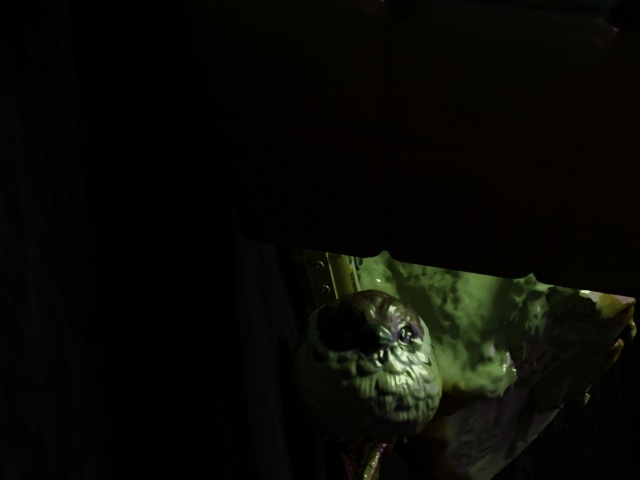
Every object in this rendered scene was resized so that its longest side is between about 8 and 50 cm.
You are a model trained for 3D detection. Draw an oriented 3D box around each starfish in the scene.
[{"bbox_3d":[0.035,0.248,0.735,0.150,0.053,0.210,-12,96,-72],"label":"starfish"}]

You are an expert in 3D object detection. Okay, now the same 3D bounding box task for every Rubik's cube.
[{"bbox_3d":[0.079,-0.124,0.442,0.221,0.224,0.231,83,17,-67],"label":"Rubik's cube"}]

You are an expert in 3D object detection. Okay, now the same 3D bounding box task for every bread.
[{"bbox_3d":[0.117,0.062,0.842,0.279,0.225,0.250,69,-2,-53],"label":"bread"}]

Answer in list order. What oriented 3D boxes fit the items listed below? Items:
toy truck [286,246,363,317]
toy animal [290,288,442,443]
[{"bbox_3d":[0.000,0.000,0.700,0.063,0.052,0.123,-85,167,-45],"label":"toy truck"},{"bbox_3d":[0.026,0.080,0.637,0.137,0.098,0.098,122,-40,-79],"label":"toy animal"}]
